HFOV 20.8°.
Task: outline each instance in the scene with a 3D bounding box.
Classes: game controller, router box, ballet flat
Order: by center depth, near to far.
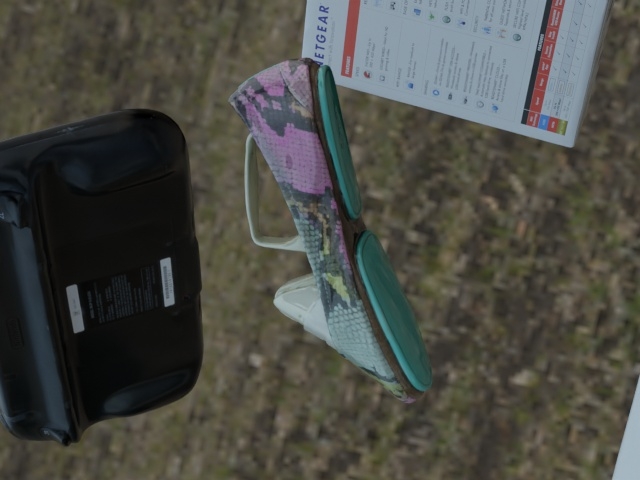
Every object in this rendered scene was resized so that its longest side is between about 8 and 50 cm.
[{"bbox_3d":[0.000,0.000,1.063,0.077,0.079,0.222,-51,-57,-72],"label":"ballet flat"},{"bbox_3d":[-0.167,0.034,1.251,0.067,0.166,0.319,54,158,34],"label":"game controller"},{"bbox_3d":[0.144,-0.278,1.717,0.082,0.301,0.335,-64,-13,-45],"label":"router box"}]

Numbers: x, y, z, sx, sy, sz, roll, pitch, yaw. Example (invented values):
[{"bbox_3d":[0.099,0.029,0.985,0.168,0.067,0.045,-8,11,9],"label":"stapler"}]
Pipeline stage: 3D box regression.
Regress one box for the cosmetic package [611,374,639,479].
[{"bbox_3d":[0.276,0.231,0.920,0.284,0.097,0.377,32,121,41],"label":"cosmetic package"}]
